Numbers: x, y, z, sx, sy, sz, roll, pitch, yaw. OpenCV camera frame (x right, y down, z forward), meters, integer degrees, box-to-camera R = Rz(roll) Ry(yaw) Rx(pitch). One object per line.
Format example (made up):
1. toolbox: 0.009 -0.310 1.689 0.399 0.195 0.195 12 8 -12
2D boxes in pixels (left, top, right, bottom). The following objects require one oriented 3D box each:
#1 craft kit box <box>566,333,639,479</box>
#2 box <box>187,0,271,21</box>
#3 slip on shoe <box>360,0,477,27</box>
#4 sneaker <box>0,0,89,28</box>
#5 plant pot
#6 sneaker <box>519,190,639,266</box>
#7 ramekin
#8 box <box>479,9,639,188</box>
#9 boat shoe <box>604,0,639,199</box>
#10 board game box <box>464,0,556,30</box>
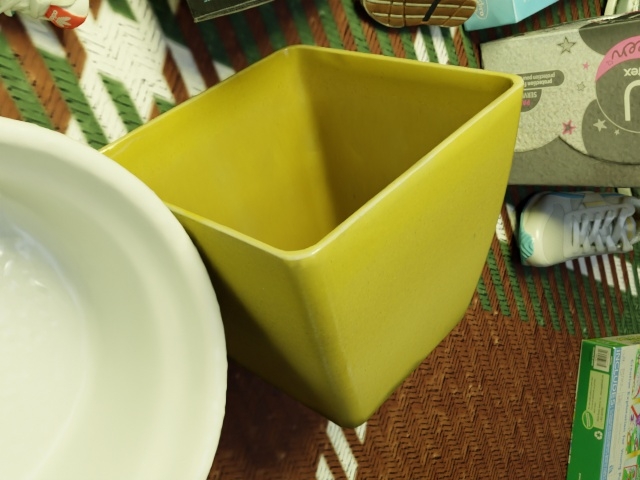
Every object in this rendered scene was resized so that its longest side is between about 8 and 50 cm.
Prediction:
1. craft kit box: 0.452 0.264 1.023 0.247 0.061 0.249 4 93 -40
2. box: -0.056 -0.305 0.434 0.169 0.087 0.290 -50 128 -52
3. slip on shoe: 0.086 -0.228 0.640 0.135 0.051 0.041 -8 61 -33
4. sneaker: -0.173 -0.151 0.400 0.161 0.057 0.075 -45 117 -32
5. plant pot: 0.000 0.000 0.490 0.212 0.212 0.187 -38 132 -33
6. sneaker: 0.323 -0.019 0.843 0.229 0.092 0.087 -16 107 -39
7. ramekin: -0.199 0.077 0.355 0.277 0.135 0.277 -7 100 -42
8. box: 0.305 -0.145 0.705 0.142 0.247 0.163 -22 110 -39
9. boat shoe: 0.451 -0.191 0.931 0.116 0.099 0.319 -27 113 -36
10. board game box: 0.243 -0.388 0.742 0.316 0.064 0.242 -34 117 -34
